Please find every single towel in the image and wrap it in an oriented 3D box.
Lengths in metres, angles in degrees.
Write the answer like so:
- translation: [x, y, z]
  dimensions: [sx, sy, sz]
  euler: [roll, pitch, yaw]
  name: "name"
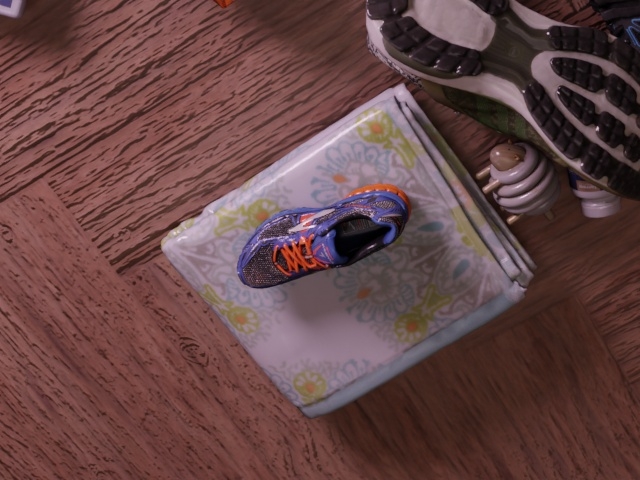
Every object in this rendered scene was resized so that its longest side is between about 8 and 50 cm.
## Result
- translation: [0.040, 0.024, 1.421]
  dimensions: [0.375, 0.090, 0.320]
  euler: [-33, 108, 14]
  name: "towel"

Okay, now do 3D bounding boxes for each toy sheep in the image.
- translation: [0.248, -0.070, 1.377]
  dimensions: [0.091, 0.091, 0.132]
  euler: [-34, 125, 15]
  name: "toy sheep"

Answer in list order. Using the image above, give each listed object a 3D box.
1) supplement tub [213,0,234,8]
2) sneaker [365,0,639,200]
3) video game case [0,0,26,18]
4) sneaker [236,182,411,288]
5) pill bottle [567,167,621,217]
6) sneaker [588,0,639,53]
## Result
- translation: [-0.144, -0.352, 1.228]
  dimensions: [0.117, 0.117, 0.190]
  euler: [-41, 109, 17]
  name: "supplement tub"
- translation: [0.223, -0.178, 1.288]
  dimensions: [0.410, 0.182, 0.158]
  euler: [32, 79, -6]
  name: "sneaker"
- translation: [-0.450, -0.431, 1.212]
  dimensions: [0.329, 0.036, 0.299]
  euler: [16, 108, -12]
  name: "video game case"
- translation: [0.000, 0.000, 1.317]
  dimensions: [0.221, 0.087, 0.083]
  euler: [-25, 109, 12]
  name: "sneaker"
- translation: [0.334, -0.091, 1.373]
  dimensions: [0.067, 0.067, 0.120]
  euler: [-12, 114, 6]
  name: "pill bottle"
- translation: [0.367, -0.249, 1.271]
  dimensions: [0.341, 0.125, 0.139]
  euler: [31, 116, -11]
  name: "sneaker"
